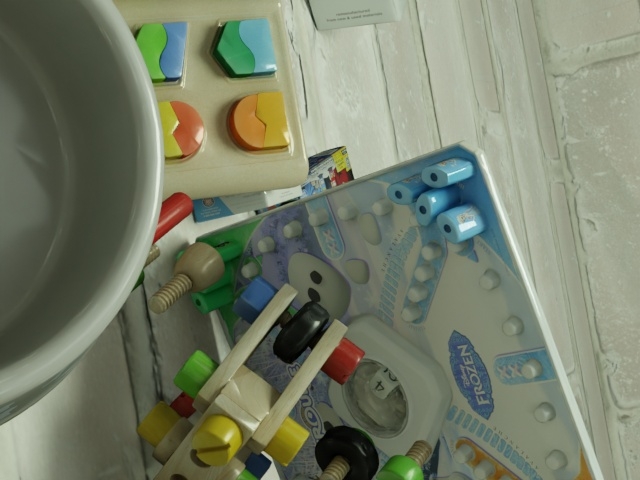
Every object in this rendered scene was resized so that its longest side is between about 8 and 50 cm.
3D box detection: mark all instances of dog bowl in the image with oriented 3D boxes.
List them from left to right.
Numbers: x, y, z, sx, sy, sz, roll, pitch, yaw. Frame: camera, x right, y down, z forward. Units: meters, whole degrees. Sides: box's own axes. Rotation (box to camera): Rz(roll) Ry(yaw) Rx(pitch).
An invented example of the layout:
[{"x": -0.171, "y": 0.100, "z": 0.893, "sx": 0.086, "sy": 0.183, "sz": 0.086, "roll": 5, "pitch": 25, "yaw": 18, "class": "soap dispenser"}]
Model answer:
[{"x": -0.246, "y": -0.049, "z": 0.648, "sx": 0.348, "sy": 0.102, "sz": 0.349, "roll": 5, "pitch": 80, "yaw": -30, "class": "dog bowl"}]

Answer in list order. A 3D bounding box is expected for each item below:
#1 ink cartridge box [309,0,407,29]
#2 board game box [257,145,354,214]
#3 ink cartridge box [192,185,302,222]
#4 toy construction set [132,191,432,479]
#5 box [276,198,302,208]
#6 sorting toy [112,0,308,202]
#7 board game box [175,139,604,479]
[{"x": 0.039, "y": -0.477, "z": 1.579, "sx": 0.226, "sy": 0.131, "sz": 0.306, "roll": -69, "pitch": 147, "yaw": -48, "class": "ink cartridge box"}, {"x": 0.000, "y": 0.000, "z": 1.428, "sx": 0.194, "sy": 0.060, "sz": 0.194, "roll": -39, "pitch": 117, "yaw": -63, "class": "board game box"}, {"x": -0.092, "y": -0.102, "z": 1.230, "sx": 0.090, "sy": 0.092, "sz": 0.143, "roll": -25, "pitch": 102, "yaw": -64, "class": "ink cartridge box"}, {"x": -0.117, "y": 0.146, "z": 0.953, "sx": 0.309, "sy": 0.257, "sz": 0.237, "roll": 59, "pitch": 42, "yaw": -11, "class": "toy construction set"}, {"x": -0.006, "y": 0.079, "z": 1.285, "sx": 0.153, "sy": 0.108, "sz": 0.207, "roll": -49, "pitch": 125, "yaw": -42, "class": "box"}, {"x": -0.112, "y": -0.147, "z": 1.133, "sx": 0.193, "sy": 0.038, "sz": 0.208, "roll": -8, "pitch": 90, "yaw": -23, "class": "sorting toy"}, {"x": 0.051, "y": 0.145, "z": 1.058, "sx": 0.050, "sy": 0.390, "sz": 0.390, "roll": -24, "pitch": 94, "yaw": -44, "class": "board game box"}]
